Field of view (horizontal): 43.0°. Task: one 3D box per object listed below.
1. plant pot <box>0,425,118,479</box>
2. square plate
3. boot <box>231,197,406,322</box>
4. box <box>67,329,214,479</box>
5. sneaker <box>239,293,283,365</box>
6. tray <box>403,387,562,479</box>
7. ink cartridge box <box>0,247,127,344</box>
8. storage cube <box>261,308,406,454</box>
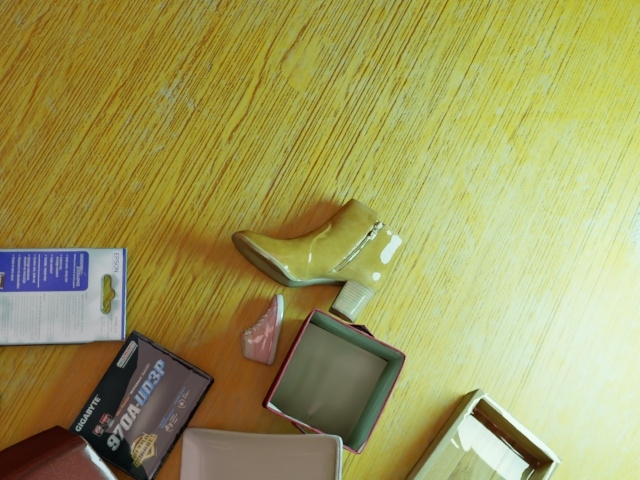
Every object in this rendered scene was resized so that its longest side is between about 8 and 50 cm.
[{"bbox_3d":[-0.445,0.451,1.309,0.236,0.267,0.267,-41,105,-26],"label":"plant pot"},{"bbox_3d":[-0.105,0.499,1.376,0.347,0.049,0.344,-6,77,34],"label":"square plate"},{"bbox_3d":[0.001,0.000,1.550,0.295,0.104,0.211,33,72,-4],"label":"boot"},{"bbox_3d":[-0.322,0.300,1.467,0.175,0.051,0.220,31,77,5],"label":"box"},{"bbox_3d":[-0.112,0.162,1.521,0.070,0.051,0.134,12,82,-9],"label":"sneaker"},{"bbox_3d":[0.237,0.490,1.454,0.203,0.076,0.411,41,67,3],"label":"tray"},{"bbox_3d":[-0.539,0.103,1.480,0.371,0.069,0.175,-1,79,-4],"label":"ink cartridge box"},{"bbox_3d":[0.020,0.251,1.447,0.184,0.193,0.215,27,77,-1],"label":"storage cube"}]
